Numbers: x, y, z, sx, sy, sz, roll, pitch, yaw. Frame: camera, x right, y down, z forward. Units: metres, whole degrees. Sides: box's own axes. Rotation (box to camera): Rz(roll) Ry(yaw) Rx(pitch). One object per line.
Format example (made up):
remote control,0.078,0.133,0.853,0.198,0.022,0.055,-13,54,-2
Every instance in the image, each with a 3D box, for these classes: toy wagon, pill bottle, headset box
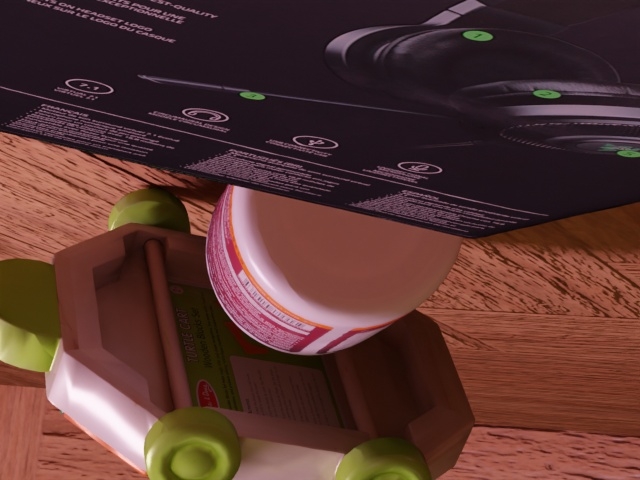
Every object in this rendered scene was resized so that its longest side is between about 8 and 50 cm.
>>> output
toy wagon,-0.078,0.064,1.218,0.344,0.068,0.267,10,-151,-18
pill bottle,0.000,0.000,1.079,0.121,0.121,0.221,8,170,-8
headset box,0.013,-0.099,0.485,0.246,0.131,0.283,12,169,-23
